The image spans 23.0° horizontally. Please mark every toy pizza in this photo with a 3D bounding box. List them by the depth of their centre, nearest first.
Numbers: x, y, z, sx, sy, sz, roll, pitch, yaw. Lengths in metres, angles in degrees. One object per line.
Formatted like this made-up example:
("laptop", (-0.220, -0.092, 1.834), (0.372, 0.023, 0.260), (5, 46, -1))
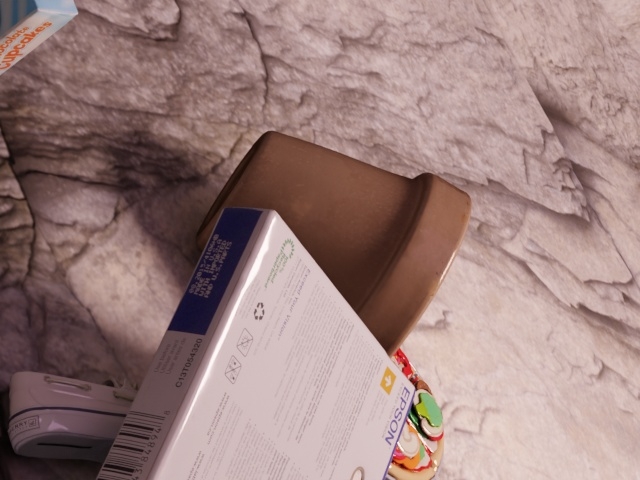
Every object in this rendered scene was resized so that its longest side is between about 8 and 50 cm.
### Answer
("toy pizza", (0.086, 0.191, 1.832), (0.201, 0.032, 0.201), (36, 37, -34))

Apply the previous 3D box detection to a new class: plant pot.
("plant pot", (0.000, 0.000, 1.693), (0.229, 0.263, 0.263), (34, 35, -8))

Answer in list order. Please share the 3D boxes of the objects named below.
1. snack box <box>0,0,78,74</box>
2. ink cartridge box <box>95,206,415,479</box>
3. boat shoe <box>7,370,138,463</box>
("snack box", (-0.358, -0.301, 1.459), (0.060, 0.187, 0.322), (-4, 67, -57))
("ink cartridge box", (-0.052, 0.192, 1.446), (0.330, 0.071, 0.324), (53, 51, -46))
("boat shoe", (-0.181, 0.158, 1.419), (0.226, 0.083, 0.076), (19, 50, -47))
